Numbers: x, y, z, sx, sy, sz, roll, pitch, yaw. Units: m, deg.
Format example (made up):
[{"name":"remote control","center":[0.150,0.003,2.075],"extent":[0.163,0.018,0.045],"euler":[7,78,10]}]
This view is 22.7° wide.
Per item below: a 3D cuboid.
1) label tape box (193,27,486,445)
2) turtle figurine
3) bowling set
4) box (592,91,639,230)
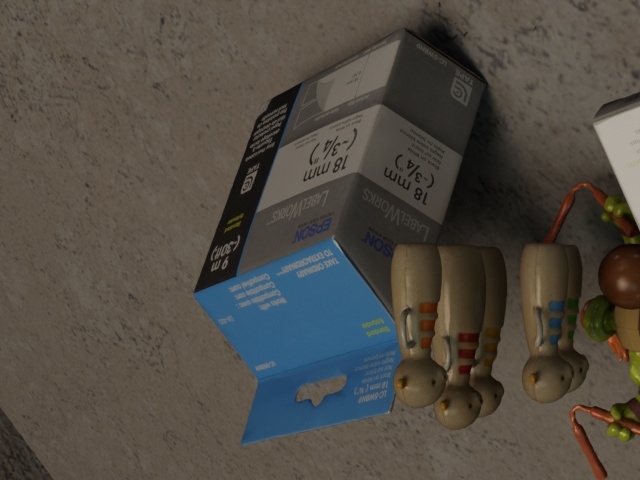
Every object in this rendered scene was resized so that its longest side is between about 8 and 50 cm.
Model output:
[{"name":"label tape box","center":[0.000,0.000,1.439],"extent":[0.106,0.334,0.240],"euler":[31,151,-25]},{"name":"turtle figurine","center":[0.299,0.084,1.356],"extent":[0.217,0.087,0.270],"euler":[6,102,49]},{"name":"bowling set","center":[0.175,0.079,1.292],"extent":[0.199,0.287,0.154],"euler":[0,89,21]},{"name":"box","center":[0.371,0.009,1.178],"extent":[0.232,0.058,0.322],"euler":[-21,102,26]}]
